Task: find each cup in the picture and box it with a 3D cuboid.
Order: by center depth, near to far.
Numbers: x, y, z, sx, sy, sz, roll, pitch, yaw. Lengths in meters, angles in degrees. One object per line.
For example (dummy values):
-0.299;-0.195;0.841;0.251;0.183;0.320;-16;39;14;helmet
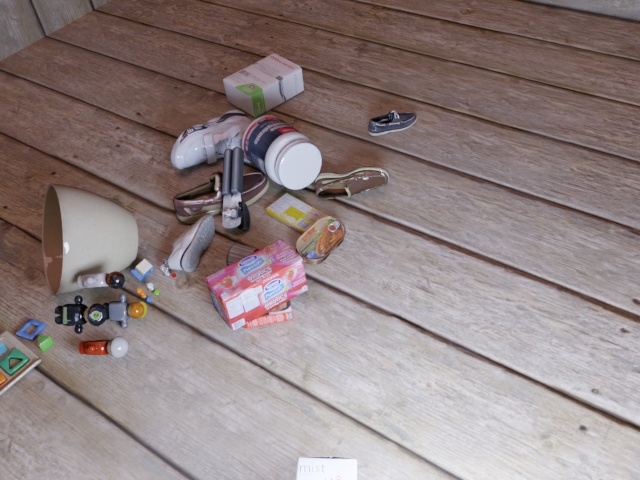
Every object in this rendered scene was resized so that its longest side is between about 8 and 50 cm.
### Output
-0.698;-0.005;1.916;0.236;0.331;0.331;-2;38;-34;cup

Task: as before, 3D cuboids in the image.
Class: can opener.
-0.284;-0.168;2.077;0.074;0.093;0.281;-8;78;27;can opener

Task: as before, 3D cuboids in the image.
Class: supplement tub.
-0.137;-0.307;2.180;0.191;0.191;0.272;-28;41;-20;supplement tub

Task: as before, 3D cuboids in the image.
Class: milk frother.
-0.221;0.057;1.880;0.134;0.143;0.129;13;52;20;milk frother

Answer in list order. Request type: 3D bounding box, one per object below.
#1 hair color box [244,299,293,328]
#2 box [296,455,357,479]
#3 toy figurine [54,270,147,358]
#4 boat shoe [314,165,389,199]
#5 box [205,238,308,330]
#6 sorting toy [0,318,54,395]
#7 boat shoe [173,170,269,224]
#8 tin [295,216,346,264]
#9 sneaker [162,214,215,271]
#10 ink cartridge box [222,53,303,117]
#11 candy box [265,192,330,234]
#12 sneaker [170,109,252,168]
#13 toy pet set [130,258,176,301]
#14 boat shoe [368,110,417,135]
-0.153;0.202;1.795;0.141;0.043;0.072;-10;43;-4;hair color box
0.013;0.592;1.232;0.126;0.262;0.231;0;44;6;box
-0.595;0.201;1.732;0.148;0.213;0.210;-4;39;20;toy figurine
0.105;-0.181;2.120;0.257;0.095;0.095;-7;46;17;boat shoe
-0.176;0.121;1.759;0.256;0.128;0.122;-28;45;-21;box
-0.907;0.344;1.741;0.196;0.047;0.348;25;53;28;sorting toy
-0.338;-0.171;2.134;0.341;0.123;0.123;-21;46;-14;boat shoe
0.000;0.000;1.969;0.106;0.040;0.189;38;58;13;tin
-0.416;-0.001;2.006;0.094;0.090;0.235;4;44;24;sneaker
-0.233;-0.646;2.604;0.272;0.115;0.198;-35;52;-25;ink cartridge box
-0.076;-0.085;2.084;0.205;0.027;0.105;31;54;31;candy box
-0.360;-0.353;2.308;0.210;0.137;0.365;29;52;34;sneaker
-0.527;0.120;1.929;0.114;0.065;0.122;44;60;-2;toy pet set
0.277;-0.458;2.389;0.206;0.065;0.075;-20;46;-13;boat shoe
